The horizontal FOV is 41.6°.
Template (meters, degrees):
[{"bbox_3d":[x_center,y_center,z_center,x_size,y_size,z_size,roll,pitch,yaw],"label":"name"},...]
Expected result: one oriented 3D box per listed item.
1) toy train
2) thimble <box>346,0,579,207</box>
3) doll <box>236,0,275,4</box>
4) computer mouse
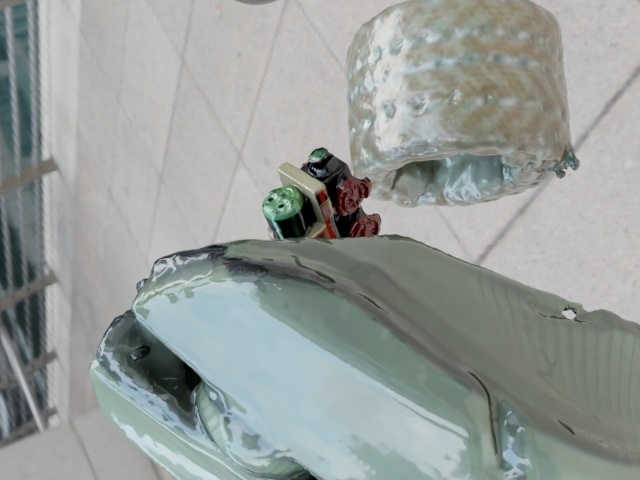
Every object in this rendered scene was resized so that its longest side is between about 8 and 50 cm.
[{"bbox_3d":[0.000,0.000,0.596,0.050,0.087,0.138,34,155,40],"label":"toy train"},{"bbox_3d":[0.117,-0.114,0.761,0.229,0.196,0.148,152,120,-67],"label":"thimble"},{"bbox_3d":[-0.066,-0.301,0.847,0.188,0.145,0.096,8,151,44],"label":"doll"},{"bbox_3d":[0.069,0.135,0.538,0.228,0.429,0.145,-48,30,38],"label":"computer mouse"}]
